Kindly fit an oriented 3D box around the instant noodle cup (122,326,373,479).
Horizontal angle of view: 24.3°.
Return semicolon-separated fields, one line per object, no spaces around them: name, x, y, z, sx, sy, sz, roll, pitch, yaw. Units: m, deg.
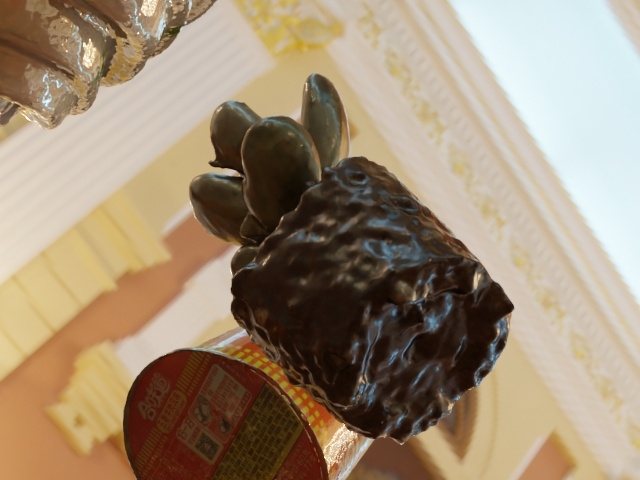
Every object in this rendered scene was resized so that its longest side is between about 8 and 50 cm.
instant noodle cup;-0.023;0.135;1.223;0.193;0.212;0.193;12;-65;27

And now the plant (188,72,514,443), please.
plant;-0.001;0.002;0.970;0.274;0.146;0.149;53;-7;45

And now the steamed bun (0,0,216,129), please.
steamed bun;-0.104;-0.112;0.614;0.106;0.183;0.183;43;-40;-7
